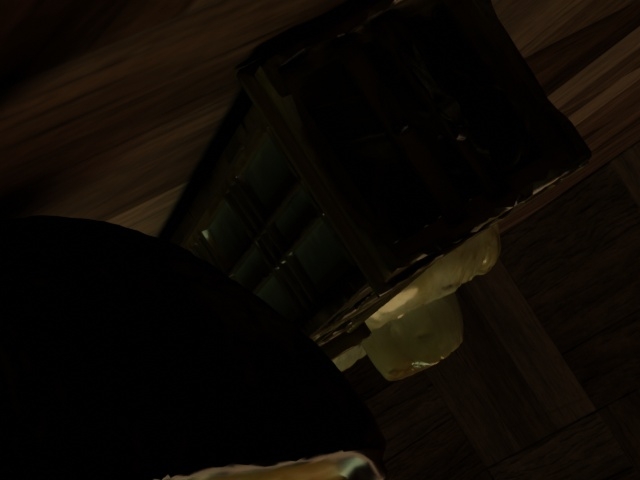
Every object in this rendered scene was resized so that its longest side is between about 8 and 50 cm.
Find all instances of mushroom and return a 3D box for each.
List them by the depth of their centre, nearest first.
[{"bbox_3d":[0.028,0.016,1.007,0.148,0.112,0.148,-31,-176,2],"label":"mushroom"}]

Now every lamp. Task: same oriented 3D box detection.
[{"bbox_3d":[0.001,-0.005,0.754,0.090,0.089,0.325,-31,175,-16],"label":"lamp"}]

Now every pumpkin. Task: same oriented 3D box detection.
[{"bbox_3d":[-0.144,0.050,0.408,0.279,0.111,0.163,-26,159,7],"label":"pumpkin"}]
